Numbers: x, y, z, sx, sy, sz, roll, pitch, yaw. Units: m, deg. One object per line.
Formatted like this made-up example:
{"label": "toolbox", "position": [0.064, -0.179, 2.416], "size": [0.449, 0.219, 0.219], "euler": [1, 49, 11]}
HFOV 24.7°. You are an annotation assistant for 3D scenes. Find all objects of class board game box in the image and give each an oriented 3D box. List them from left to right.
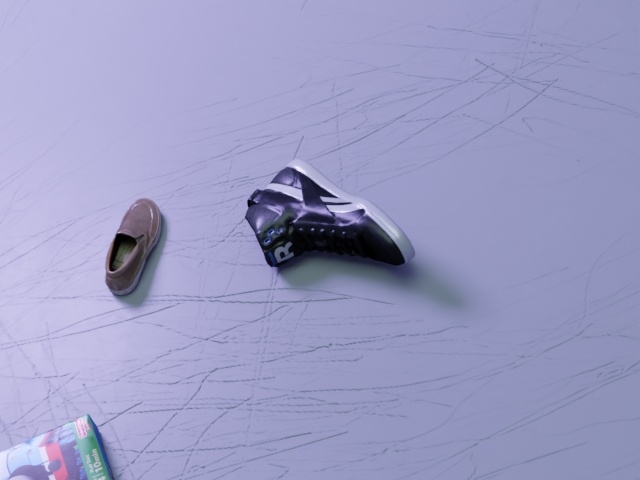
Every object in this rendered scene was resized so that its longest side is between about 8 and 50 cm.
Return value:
{"label": "board game box", "position": [-0.317, 0.294, 1.544], "size": [0.211, 0.039, 0.160], "euler": [-24, 53, -4]}

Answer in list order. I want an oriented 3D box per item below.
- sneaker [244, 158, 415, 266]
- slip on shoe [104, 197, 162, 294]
{"label": "sneaker", "position": [0.000, 0.000, 1.673], "size": [0.121, 0.079, 0.217], "euler": [-43, 48, -15]}
{"label": "slip on shoe", "position": [-0.226, 0.000, 1.741], "size": [0.051, 0.041, 0.135], "euler": [7, 56, 18]}
